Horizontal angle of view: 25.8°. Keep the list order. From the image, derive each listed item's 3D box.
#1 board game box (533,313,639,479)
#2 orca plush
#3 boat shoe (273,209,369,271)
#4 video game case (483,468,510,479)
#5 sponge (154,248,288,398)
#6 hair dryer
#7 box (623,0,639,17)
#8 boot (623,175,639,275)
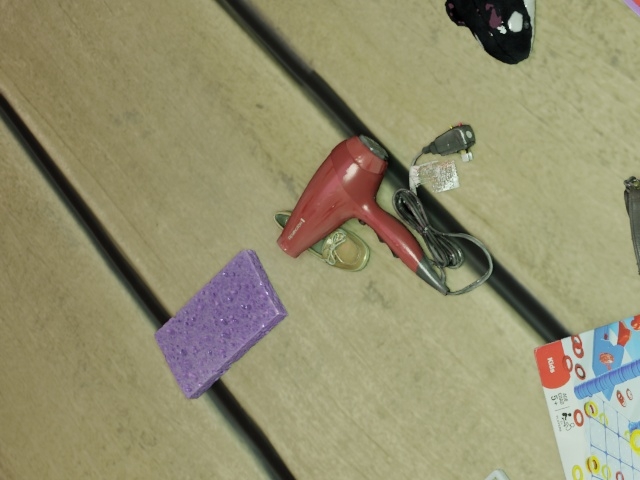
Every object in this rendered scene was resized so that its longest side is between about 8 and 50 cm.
[{"bbox_3d":[0.422,0.225,1.564,0.302,0.086,0.308,-23,71,32],"label":"board game box"},{"bbox_3d":[0.204,-0.370,1.784,0.151,0.102,0.287,-4,82,35],"label":"orca plush"},{"bbox_3d":[0.000,-0.002,1.919,0.153,0.048,0.056,33,104,34],"label":"boat shoe"},{"bbox_3d":[0.218,0.411,1.729,0.173,0.022,0.190,-48,59,22],"label":"video game case"},{"bbox_3d":[-0.146,0.122,2.021,0.210,0.031,0.117,-43,62,23],"label":"sponge"},{"bbox_3d":[0.072,-0.032,1.829,0.293,0.080,0.224,-9,77,25],"label":"hair dryer"},{"bbox_3d":[0.386,-0.416,1.686,0.201,0.057,0.293,-50,60,21],"label":"box"},{"bbox_3d":[0.448,-0.072,1.584,0.229,0.091,0.263,-7,76,40],"label":"boot"}]
